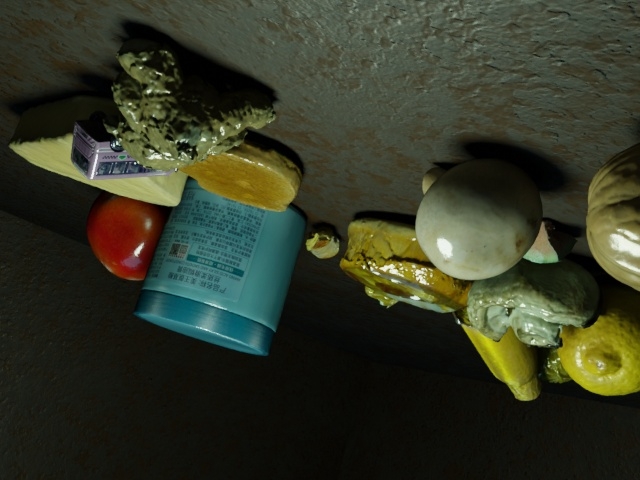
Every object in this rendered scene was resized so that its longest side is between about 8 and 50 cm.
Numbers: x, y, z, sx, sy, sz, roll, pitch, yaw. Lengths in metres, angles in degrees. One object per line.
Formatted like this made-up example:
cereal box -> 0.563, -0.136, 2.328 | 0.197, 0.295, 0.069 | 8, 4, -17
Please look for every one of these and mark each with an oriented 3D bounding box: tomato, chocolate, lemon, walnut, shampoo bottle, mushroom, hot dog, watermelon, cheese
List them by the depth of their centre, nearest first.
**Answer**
walnut -> 0.468, -0.027, 1.038 | 0.261, 0.225, 0.225 | 3, 162, 29
mushroom -> 0.240, -0.049, 1.334 | 0.207, 0.207, 0.215 | 26, -165, -36
watermelon -> 0.417, -0.003, 1.556 | 0.101, 0.080, 0.155 | -16, -178, -30
mushroom -> 0.424, 0.102, 1.690 | 0.164, 0.189, 0.267 | 42, 156, -26
lemon -> 0.609, 0.205, 1.722 | 0.233, 0.233, 0.288 | 11, -162, 22
cheese -> -0.435, -0.176, 1.752 | 0.384, 0.104, 0.384 | 15, 167, 4
shampoo bottle -> -0.231, 0.061, 1.951 | 0.331, 0.342, 0.331 | 15, 167, 4
hot dog -> 0.000, -0.001, 2.018 | 0.078, 0.061, 0.169 | -27, 162, 2
chocolate -> 0.472, 0.277, 2.134 | 0.162, 0.162, 0.445 | 7, 146, 34
tomato -> -0.475, -0.013, 2.141 | 0.298, 0.226, 0.298 | 34, 178, 1

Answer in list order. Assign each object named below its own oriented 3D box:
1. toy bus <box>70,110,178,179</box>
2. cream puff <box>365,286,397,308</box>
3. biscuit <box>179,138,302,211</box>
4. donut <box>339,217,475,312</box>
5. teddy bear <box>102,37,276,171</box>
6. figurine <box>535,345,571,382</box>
toy bus -> -0.347, -0.169, 1.507 | 0.199, 0.108, 0.096 | -9, -141, -44
cream puff -> 0.178, 0.090, 2.043 | 0.156, 0.156, 0.121 | 20, 129, -15
biscuit -> -0.177, -0.146, 1.657 | 0.287, 0.057, 0.344 | 16, 167, -1
donut -> 0.206, 0.063, 1.825 | 0.330, 0.160, 0.330 | 12, 164, 4
teddy bear -> -0.235, -0.193, 1.338 | 0.267, 0.156, 0.256 | 21, 168, -25
figurine -> 0.710, 0.281, 2.196 | 0.187, 0.168, 0.315 | 31, 154, -13
